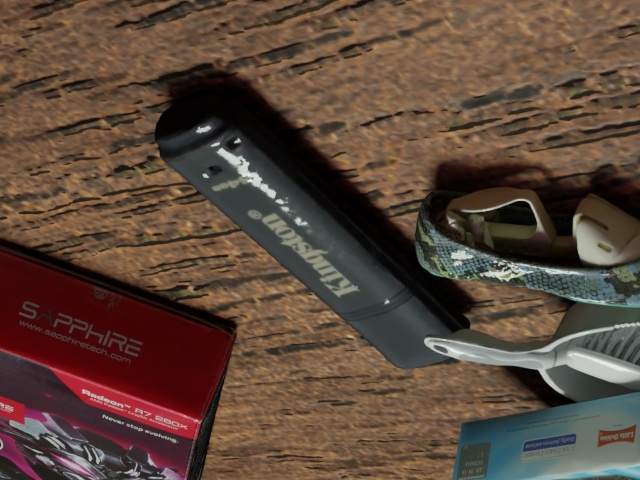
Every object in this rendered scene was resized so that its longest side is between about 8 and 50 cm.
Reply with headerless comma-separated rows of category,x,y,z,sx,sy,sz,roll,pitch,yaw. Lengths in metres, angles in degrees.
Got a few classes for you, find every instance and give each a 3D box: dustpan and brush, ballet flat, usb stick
dustpan and brush,0.178,0.076,1.120,0.211,0.060,0.147,16,149,6
ballet flat,0.145,0.000,1.021,0.188,0.070,0.070,4,146,19
usb stick,0.000,0.000,1.119,0.077,0.045,0.278,-11,137,42

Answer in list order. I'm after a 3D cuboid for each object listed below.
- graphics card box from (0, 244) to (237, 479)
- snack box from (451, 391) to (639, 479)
graphics card box,-0.211,0.153,1.442,0.232,0.094,0.371,20,150,0
snack box,0.274,0.203,1.225,0.322,0.060,0.187,29,150,-33
